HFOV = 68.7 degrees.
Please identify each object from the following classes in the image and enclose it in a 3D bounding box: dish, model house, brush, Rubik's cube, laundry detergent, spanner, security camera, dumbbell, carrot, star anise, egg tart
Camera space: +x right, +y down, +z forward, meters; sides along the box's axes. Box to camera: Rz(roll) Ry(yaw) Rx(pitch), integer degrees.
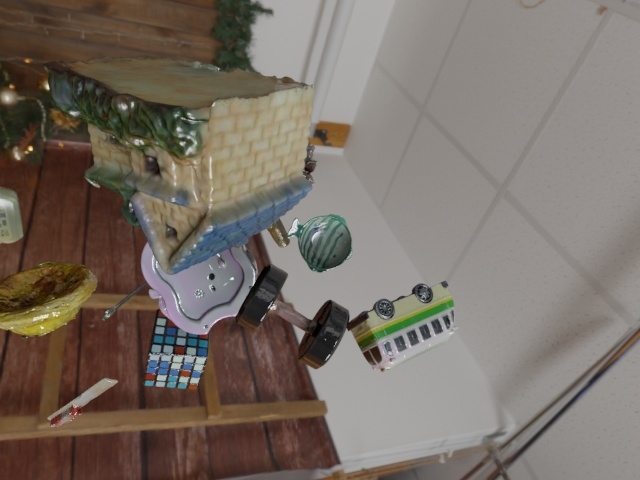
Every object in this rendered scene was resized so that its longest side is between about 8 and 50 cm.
[{"bbox_3d":[0.000,0.000,1.723,0.224,0.245,0.078,-65,-173,1],"label":"dish"},{"bbox_3d":[-0.290,-0.149,0.978,0.444,0.395,0.401,20,-57,24],"label":"model house"},{"bbox_3d":[-0.850,0.581,1.668,0.320,0.060,0.050,-35,-130,16],"label":"brush"},{"bbox_3d":[-0.470,0.357,1.539,0.187,0.181,0.184,-101,-152,-47],"label":"Rubik's cube"},{"bbox_3d":[-0.986,-0.060,1.308,0.091,0.253,0.181,44,-47,46],"label":"laundry detergent"},{"bbox_3d":[-0.637,0.181,1.594,0.015,0.254,0.054,40,-39,5],"label":"spanner"},{"bbox_3d":[-0.697,-0.218,1.489,0.092,0.058,0.058,-48,-153,-6],"label":"security camera"},{"bbox_3d":[-0.062,0.166,1.030,0.153,0.218,0.152,-58,-175,7],"label":"dumbbell"},{"bbox_3d":[-0.215,-0.125,1.846,0.343,0.070,0.070,64,-21,-12],"label":"carrot"},{"bbox_3d":[-0.096,-0.286,1.816,0.231,0.089,0.209,26,-91,39],"label":"star anise"},{"bbox_3d":[-0.757,0.163,1.280,0.290,0.289,0.116,-129,-150,-55],"label":"egg tart"}]

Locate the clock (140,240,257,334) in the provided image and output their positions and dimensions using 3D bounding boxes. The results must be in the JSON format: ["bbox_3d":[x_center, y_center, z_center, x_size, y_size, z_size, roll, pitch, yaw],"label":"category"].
[{"bbox_3d":[-0.356,0.097,1.371,0.102,0.337,0.339,-143,-123,-80],"label":"clock"}]

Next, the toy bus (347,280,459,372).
[{"bbox_3d":[0.251,0.242,1.344,0.179,0.305,0.143,65,-29,16],"label":"toy bus"}]
